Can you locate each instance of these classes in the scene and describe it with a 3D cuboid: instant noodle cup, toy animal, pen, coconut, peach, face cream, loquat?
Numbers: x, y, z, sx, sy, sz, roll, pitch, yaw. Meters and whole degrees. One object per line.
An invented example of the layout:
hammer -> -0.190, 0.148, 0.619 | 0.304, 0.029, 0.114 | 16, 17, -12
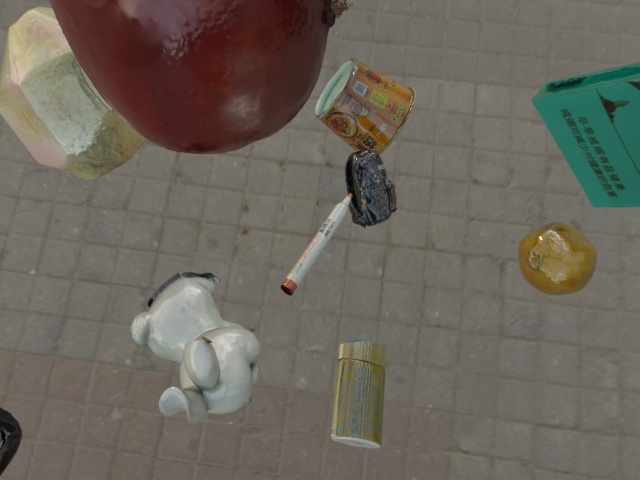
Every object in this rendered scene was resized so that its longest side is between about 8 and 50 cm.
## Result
instant noodle cup -> 0.100, -0.326, 1.574 | 0.172, 0.215, 0.216 | 31, 75, -19
toy animal -> -0.222, 0.211, 1.220 | 0.183, 0.247, 0.310 | -49, 45, 11
pen -> 0.000, 0.000, 1.085 | 0.026, 0.026, 0.218 | 30, 64, 10
coconut -> -0.497, -0.320, 1.343 | 0.352, 0.353, 0.353 | -1, 74, 2
peach -> -0.137, -0.203, 0.615 | 0.201, 0.362, 0.257 | -42, 70, -18
face cream -> 0.105, 0.395, 1.718 | 0.139, 0.067, 0.285 | 16, 59, -14
loquat -> 0.603, 0.049, 1.643 | 0.234, 0.176, 0.187 | -9, 67, -45

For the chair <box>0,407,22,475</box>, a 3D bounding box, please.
chair -> -0.275, 0.174, 0.354 | 0.113, 0.106, 0.229 | 11, 71, 44

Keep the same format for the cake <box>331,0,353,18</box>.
cake -> -0.017, -0.535, 1.381 | 0.147, 0.135, 0.135 | -31, 48, -3

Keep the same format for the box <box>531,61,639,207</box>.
box -> 0.339, -0.102, 0.635 | 0.042, 0.226, 0.161 | -48, 112, -19

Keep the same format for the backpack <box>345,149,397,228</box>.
backpack -> 0.109, -0.113, 1.396 | 0.105, 0.120, 0.165 | -8, 94, 1
